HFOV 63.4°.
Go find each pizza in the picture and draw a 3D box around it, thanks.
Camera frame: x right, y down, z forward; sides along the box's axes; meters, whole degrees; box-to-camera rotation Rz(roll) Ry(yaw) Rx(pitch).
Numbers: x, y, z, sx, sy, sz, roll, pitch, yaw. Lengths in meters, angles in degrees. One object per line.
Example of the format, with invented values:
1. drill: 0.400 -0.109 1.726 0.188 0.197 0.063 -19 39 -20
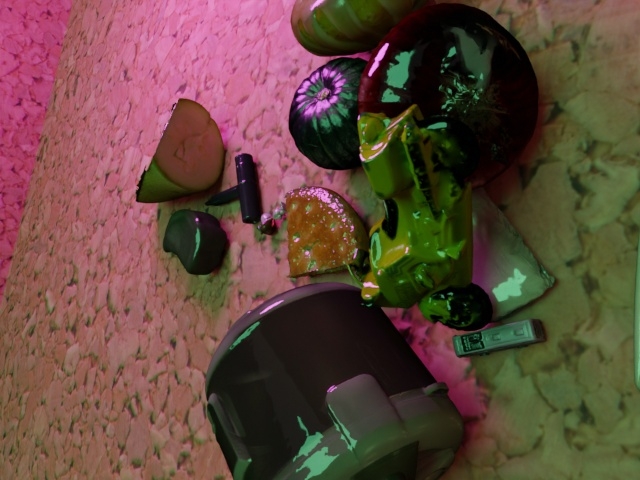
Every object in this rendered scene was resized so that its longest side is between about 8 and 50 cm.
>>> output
1. pizza: 0.000 0.000 1.028 0.292 0.058 0.197 40 108 43

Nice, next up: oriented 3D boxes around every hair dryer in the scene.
1. hair dryer: -0.223 -0.094 1.272 0.195 0.050 0.173 -30 59 38

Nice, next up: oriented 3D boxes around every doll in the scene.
1. doll: -0.104 -0.046 1.151 0.085 0.040 0.058 -21 55 38

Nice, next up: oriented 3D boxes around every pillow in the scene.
1. pillow: 0.243 0.013 0.803 0.128 0.051 0.229 -40 56 19

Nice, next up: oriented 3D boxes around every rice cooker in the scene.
1. rice cooker: 0.016 0.268 0.764 0.335 0.335 0.325 -52 51 20

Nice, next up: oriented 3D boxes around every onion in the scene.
1. onion: 0.188 -0.217 0.801 0.273 0.273 0.285 -56 15 17

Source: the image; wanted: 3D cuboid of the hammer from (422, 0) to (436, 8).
1. hammer: 0.183 -0.424 0.982 0.083 0.043 0.043 -50 51 19

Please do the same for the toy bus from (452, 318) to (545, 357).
1. toy bus: 0.256 0.144 0.754 0.131 0.052 0.036 -23 67 37

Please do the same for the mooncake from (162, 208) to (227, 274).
1. mooncake: -0.313 0.008 1.284 0.168 0.104 0.175 -35 59 27

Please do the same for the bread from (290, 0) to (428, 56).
1. bread: 0.082 -0.456 0.960 0.333 0.160 0.333 -35 29 23

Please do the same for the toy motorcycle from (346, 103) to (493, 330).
1. toy motorcycle: 0.124 -0.016 0.711 0.206 0.342 0.142 -1 34 21

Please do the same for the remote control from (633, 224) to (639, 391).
1. remote control: 0.425 0.076 0.617 0.090 0.049 0.230 1 78 41

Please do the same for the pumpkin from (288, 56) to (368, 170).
1. pumpkin: 0.044 -0.238 0.979 0.221 0.162 0.220 -13 64 30

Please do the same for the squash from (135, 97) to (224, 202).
1. squash: -0.424 -0.215 1.377 0.309 0.210 0.233 -3 63 38
